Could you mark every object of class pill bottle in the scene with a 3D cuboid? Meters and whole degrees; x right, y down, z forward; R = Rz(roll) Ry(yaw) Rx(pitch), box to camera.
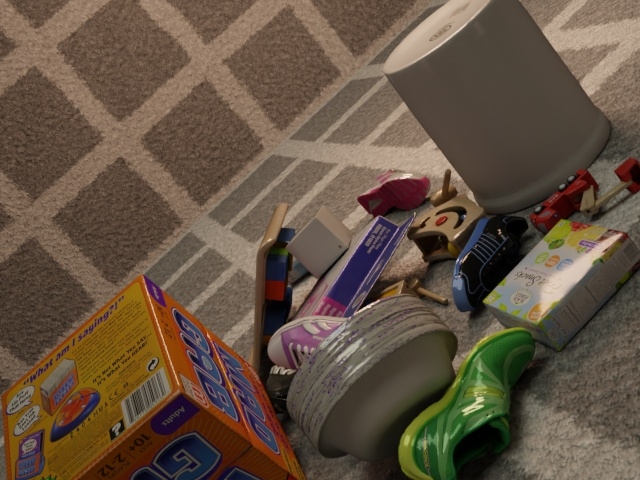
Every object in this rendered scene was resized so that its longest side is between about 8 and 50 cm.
[{"bbox_3d":[-0.047,0.044,2.324,0.160,0.087,0.087,-35,19,17],"label":"pill bottle"}]

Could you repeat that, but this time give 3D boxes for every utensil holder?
[{"bbox_3d":[0.362,-0.301,1.801,0.327,0.385,0.328,-37,19,15],"label":"utensil holder"}]

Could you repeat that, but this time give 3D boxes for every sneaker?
[{"bbox_3d":[0.240,0.253,1.264,0.123,0.109,0.295,22,56,39],"label":"sneaker"},{"bbox_3d":[0.001,0.216,1.583,0.282,0.102,0.161,-12,23,30],"label":"sneaker"},{"bbox_3d":[-0.052,0.309,1.745,0.234,0.078,0.106,-16,36,57],"label":"sneaker"},{"bbox_3d":[0.319,0.036,1.599,0.090,0.081,0.232,-8,41,40],"label":"sneaker"},{"bbox_3d":[0.201,-0.144,2.227,0.252,0.103,0.111,-11,36,56],"label":"sneaker"}]

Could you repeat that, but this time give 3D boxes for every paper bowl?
[{"bbox_3d":[0.099,0.234,1.349,0.284,0.284,0.148,-42,61,-3],"label":"paper bowl"}]

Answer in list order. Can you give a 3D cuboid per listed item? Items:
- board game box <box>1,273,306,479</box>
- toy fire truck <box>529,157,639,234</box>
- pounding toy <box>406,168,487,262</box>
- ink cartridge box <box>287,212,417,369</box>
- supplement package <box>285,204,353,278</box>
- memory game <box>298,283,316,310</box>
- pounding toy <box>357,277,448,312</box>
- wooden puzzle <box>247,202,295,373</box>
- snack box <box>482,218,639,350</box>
[{"bbox_3d":[-0.302,0.359,1.531,0.356,0.356,0.356,-41,36,4],"label":"board game box"},{"bbox_3d":[0.488,-0.077,1.569,0.192,0.047,0.135,-43,19,-1],"label":"toy fire truck"},{"bbox_3d":[0.253,-0.044,1.797,0.154,0.155,0.269,-36,18,2],"label":"pounding toy"},{"bbox_3d":[0.044,0.097,1.866,0.324,0.071,0.330,-55,4,-37],"label":"ink cartridge box"},{"bbox_3d":[0.000,0.000,1.987,0.105,0.105,0.179,-45,4,11],"label":"supplement package"},{"bbox_3d":[0.017,0.130,2.114,0.186,0.012,0.186,-37,19,15],"label":"memory game"},{"bbox_3d":[0.154,0.129,1.699,0.181,0.094,0.206,-30,21,32],"label":"pounding toy"},{"bbox_3d":[-0.107,0.115,2.036,0.322,0.080,0.348,-79,-2,-71],"label":"wooden puzzle"},{"bbox_3d":[0.391,0.067,1.395,0.207,0.070,0.174,-46,19,-8],"label":"snack box"}]
